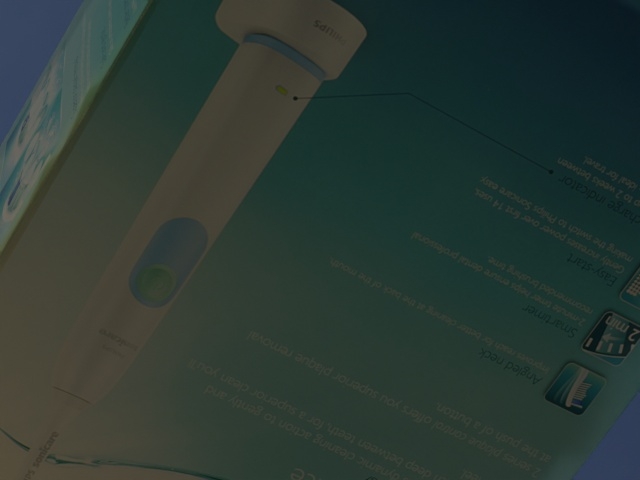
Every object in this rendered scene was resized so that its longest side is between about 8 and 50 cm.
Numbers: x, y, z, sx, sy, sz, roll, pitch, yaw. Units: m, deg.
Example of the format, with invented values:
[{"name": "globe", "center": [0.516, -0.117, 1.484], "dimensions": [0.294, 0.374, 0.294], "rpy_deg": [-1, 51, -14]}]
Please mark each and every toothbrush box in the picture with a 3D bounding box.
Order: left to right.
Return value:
[{"name": "toothbrush box", "center": [0.000, 0.000, 0.645], "dimensions": [0.295, 0.216, 0.126], "rpy_deg": [-58, -161, 18]}]
